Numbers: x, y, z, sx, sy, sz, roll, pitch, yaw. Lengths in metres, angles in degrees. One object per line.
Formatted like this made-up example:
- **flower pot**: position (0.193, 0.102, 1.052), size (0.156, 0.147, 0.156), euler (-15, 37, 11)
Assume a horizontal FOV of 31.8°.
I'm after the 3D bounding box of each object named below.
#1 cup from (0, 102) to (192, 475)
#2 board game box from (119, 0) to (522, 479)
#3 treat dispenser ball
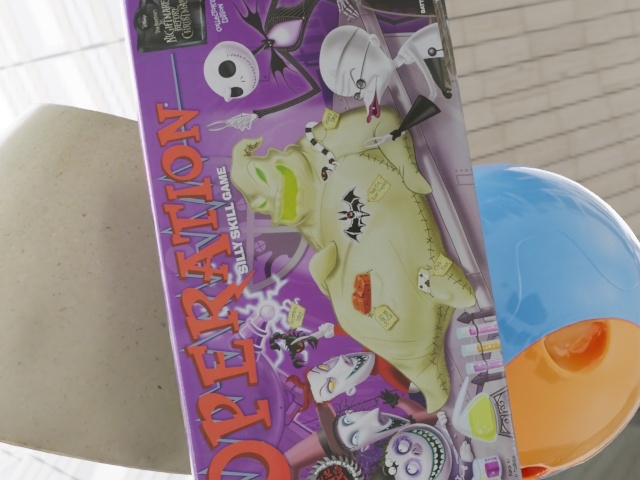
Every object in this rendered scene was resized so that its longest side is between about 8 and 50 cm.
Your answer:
- **cup**: position (-0.177, 0.027, 0.892), size (0.331, 0.331, 0.237), euler (16, -95, -35)
- **board game box**: position (0.000, 0.000, 0.712), size (0.208, 0.056, 0.347), euler (-9, -92, -7)
- **treat dispenser ball**: position (0.159, 0.074, 1.016), size (0.288, 0.288, 0.288), euler (-2, -86, -36)
